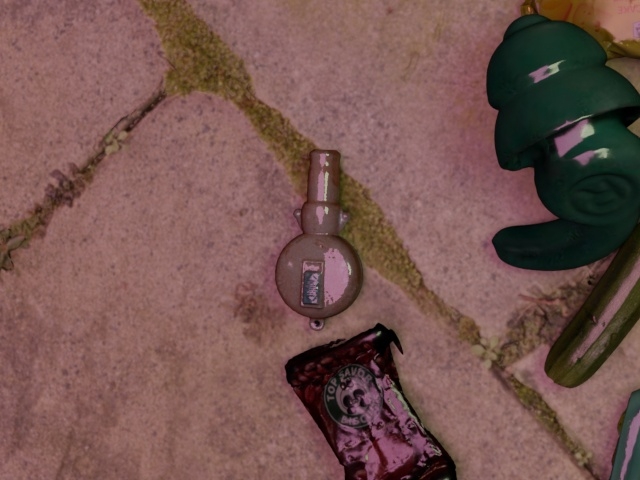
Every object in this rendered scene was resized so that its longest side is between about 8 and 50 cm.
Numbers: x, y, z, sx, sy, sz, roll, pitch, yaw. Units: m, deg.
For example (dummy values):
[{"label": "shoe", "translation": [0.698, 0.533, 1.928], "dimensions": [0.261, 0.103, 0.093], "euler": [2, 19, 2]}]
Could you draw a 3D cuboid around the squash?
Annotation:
[{"label": "squash", "translation": [0.335, 0.070, 1.650], "dimensions": [0.066, 0.066, 0.229], "euler": [37, 103, 12]}]

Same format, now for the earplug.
[{"label": "earplug", "translation": [0.262, -0.108, 1.593], "dimensions": [0.164, 0.257, 0.280], "euler": [-18, 88, -7]}]

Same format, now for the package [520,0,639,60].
[{"label": "package", "translation": [0.320, -0.260, 1.621], "dimensions": [0.226, 0.090, 0.168], "euler": [-3, 89, 25]}]

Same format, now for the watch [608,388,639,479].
[{"label": "watch", "translation": [0.423, 0.263, 1.633], "dimensions": [0.195, 0.068, 0.237], "euler": [14, 92, 13]}]

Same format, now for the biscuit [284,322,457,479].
[{"label": "biscuit", "translation": [0.062, 0.222, 1.735], "dimensions": [0.151, 0.063, 0.235], "euler": [-28, 82, 15]}]

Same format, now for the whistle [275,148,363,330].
[{"label": "whistle", "translation": [0.000, 0.000, 1.749], "dimensions": [0.107, 0.057, 0.220], "euler": [4, 92, 17]}]
